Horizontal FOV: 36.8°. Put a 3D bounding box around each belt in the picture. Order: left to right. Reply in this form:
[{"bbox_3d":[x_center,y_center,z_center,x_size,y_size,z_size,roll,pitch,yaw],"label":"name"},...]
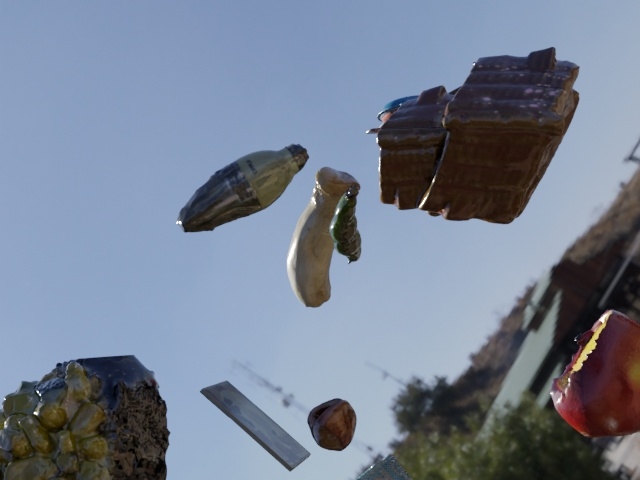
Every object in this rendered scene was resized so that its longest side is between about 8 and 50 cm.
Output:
[{"bbox_3d":[0.079,0.442,1.633,0.163,0.082,0.148,-46,-17,24],"label":"belt"}]

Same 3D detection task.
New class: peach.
[{"bbox_3d":[0.505,0.234,1.707,0.190,0.196,0.226,10,-112,-51],"label":"peach"}]

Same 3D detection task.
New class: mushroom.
[{"bbox_3d":[0.000,0.000,2.073,0.123,0.095,0.351,-2,-53,-22],"label":"mushroom"}]

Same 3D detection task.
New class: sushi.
[{"bbox_3d":[-0.492,0.371,1.888,0.285,0.328,0.328,22,-113,-47],"label":"sushi"}]

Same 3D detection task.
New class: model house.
[{"bbox_3d":[0.178,-0.124,1.107,0.229,0.200,0.219,29,-102,-75],"label":"model house"}]

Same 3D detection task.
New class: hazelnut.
[{"bbox_3d":[0.020,0.284,1.491,0.086,0.086,0.086,-51,-18,-24],"label":"hazelnut"}]

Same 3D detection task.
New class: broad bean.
[{"bbox_3d":[0.045,-0.019,1.743,0.060,0.043,0.297,-29,-22,-9],"label":"broad bean"}]

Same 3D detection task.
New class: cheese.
[{"bbox_3d":[0.145,-0.224,1.762,0.256,0.106,0.037,139,122,-80],"label":"cheese"}]

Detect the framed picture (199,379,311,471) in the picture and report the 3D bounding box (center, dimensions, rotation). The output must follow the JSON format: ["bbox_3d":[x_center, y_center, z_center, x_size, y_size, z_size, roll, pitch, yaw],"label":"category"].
[{"bbox_3d":[-0.108,0.312,1.643,0.010,0.201,0.136,-52,-11,7],"label":"framed picture"}]

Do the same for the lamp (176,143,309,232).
[{"bbox_3d":[-0.131,-0.088,1.629,0.250,0.101,0.101,-30,-23,-9],"label":"lamp"}]
